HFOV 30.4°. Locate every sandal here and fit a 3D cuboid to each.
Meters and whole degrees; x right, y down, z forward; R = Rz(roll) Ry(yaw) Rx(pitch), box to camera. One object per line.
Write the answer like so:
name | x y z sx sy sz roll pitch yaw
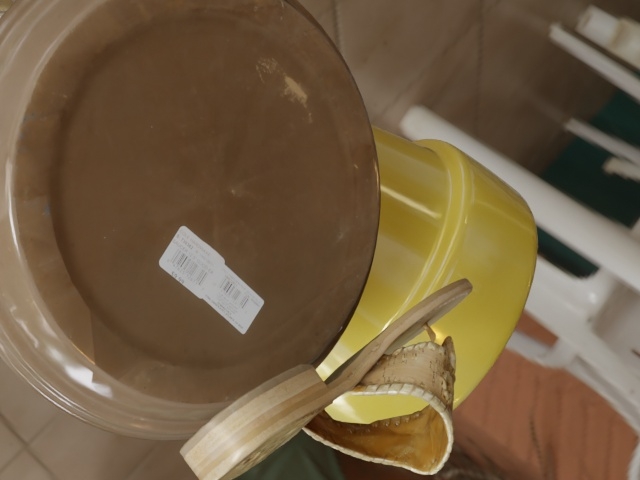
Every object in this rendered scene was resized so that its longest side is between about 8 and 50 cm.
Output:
sandal | 0.030 0.094 0.613 0.088 0.079 0.240 -45 166 34

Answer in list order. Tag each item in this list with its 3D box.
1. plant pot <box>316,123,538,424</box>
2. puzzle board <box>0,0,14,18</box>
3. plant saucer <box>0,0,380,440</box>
plant pot | 0.000 0.000 0.932 0.239 0.254 0.254 35 93 -23
puzzle board | -0.260 -0.168 0.757 0.096 0.128 0.011 -11 129 -27
plant saucer | -0.066 -0.027 0.648 0.278 0.041 0.278 -1 91 -39
